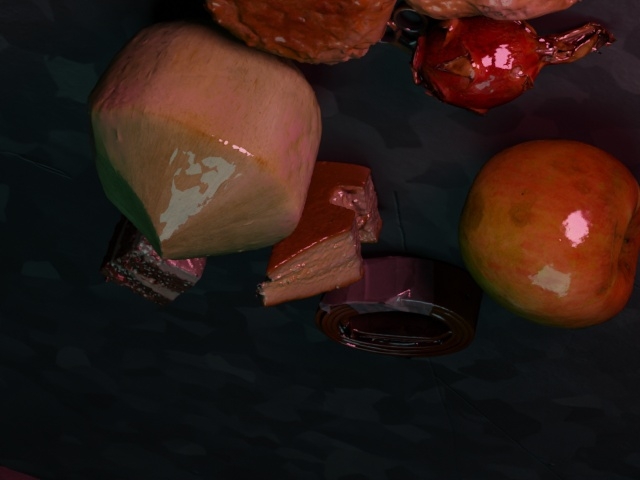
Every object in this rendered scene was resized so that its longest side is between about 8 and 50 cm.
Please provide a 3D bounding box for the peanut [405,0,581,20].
[{"bbox_3d":[0.193,-0.294,1.599,0.214,0.099,0.099,8,148,24],"label":"peanut"}]

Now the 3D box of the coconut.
[{"bbox_3d":[-0.151,-0.118,1.798,0.281,0.328,0.328,-6,143,34],"label":"coconut"}]

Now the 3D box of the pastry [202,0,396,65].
[{"bbox_3d":[-0.025,-0.315,1.630,0.235,0.121,0.257,-3,142,21],"label":"pastry"}]

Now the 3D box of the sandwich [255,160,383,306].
[{"bbox_3d":[0.000,0.000,2.012,0.128,0.236,0.122,8,136,15],"label":"sandwich"}]

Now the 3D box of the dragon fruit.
[{"bbox_3d":[0.228,-0.223,1.685,0.246,0.125,0.125,-7,131,6],"label":"dragon fruit"}]

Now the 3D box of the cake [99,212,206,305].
[{"bbox_3d":[-0.254,0.013,2.241,0.135,0.134,0.147,29,153,-24],"label":"cake"}]

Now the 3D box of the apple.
[{"bbox_3d":[0.301,-0.011,1.853,0.226,0.246,0.246,11,149,24],"label":"apple"}]

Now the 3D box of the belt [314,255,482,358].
[{"bbox_3d":[0.124,0.106,2.248,0.261,0.105,0.184,5,146,18],"label":"belt"}]

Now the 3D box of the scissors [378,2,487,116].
[{"bbox_3d":[0.148,-0.223,1.794,0.088,0.017,0.220,-17,136,38],"label":"scissors"}]
